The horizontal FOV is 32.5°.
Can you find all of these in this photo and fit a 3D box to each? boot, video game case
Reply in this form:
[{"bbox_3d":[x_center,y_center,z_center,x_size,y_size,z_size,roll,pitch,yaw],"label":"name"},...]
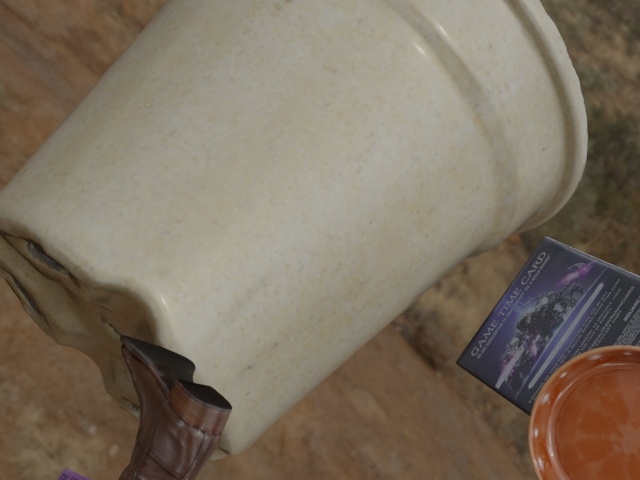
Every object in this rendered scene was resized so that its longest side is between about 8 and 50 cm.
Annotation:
[{"bbox_3d":[-0.093,0.111,0.529,0.037,0.114,0.106,21,5,-30],"label":"boot"},{"bbox_3d":[0.282,0.111,1.243,0.026,0.196,0.274,36,-2,-26],"label":"video game case"}]

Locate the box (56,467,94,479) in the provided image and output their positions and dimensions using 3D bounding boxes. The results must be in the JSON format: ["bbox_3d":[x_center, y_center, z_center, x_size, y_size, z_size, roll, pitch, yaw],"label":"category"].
[{"bbox_3d":[-0.228,0.347,0.980,0.117,0.243,0.213,42,-21,-19],"label":"box"}]

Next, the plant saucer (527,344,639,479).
[{"bbox_3d":[0.134,0.087,0.482,0.083,0.083,0.013,53,15,13],"label":"plant saucer"}]

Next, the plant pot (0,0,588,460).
[{"bbox_3d":[-0.045,-0.035,0.745,0.333,0.305,0.334,35,-25,19],"label":"plant pot"}]
